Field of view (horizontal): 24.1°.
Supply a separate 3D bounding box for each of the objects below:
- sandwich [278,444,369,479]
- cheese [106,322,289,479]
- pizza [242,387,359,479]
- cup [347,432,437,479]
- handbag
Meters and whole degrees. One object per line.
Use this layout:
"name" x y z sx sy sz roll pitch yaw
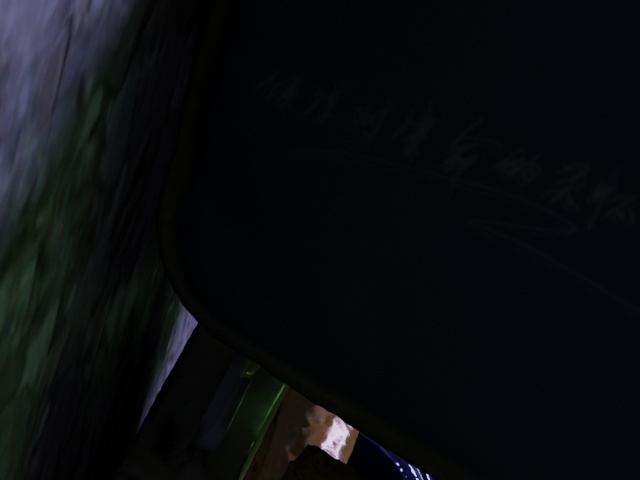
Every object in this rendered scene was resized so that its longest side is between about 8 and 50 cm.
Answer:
"sandwich" -0.043 0.168 0.498 0.214 0.065 0.186 -53 176 -2
"cheese" -0.057 0.095 0.640 0.235 0.050 0.127 118 -2 -65
"pizza" -0.052 0.164 0.732 0.246 0.058 0.127 -57 -174 4
"cup" -0.011 0.217 1.035 0.256 0.178 0.255 10 95 -85
"handbag" 0.111 -0.022 0.541 0.241 0.263 0.222 -5 119 -50
